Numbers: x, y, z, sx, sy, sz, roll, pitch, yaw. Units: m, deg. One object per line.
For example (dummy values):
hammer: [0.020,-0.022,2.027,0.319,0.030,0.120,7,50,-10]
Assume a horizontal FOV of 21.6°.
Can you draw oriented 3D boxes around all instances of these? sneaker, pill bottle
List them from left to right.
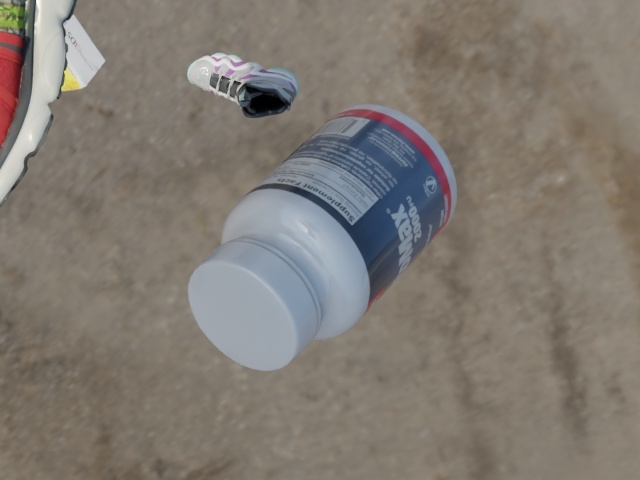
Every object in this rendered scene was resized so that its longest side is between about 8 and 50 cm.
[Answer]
sneaker: [-0.206,-0.130,0.923,0.118,0.107,0.279,19,81,-37]
sneaker: [-0.069,-0.129,1.435,0.098,0.038,0.069,7,28,3]
pill bottle: [0.000,0.000,1.069,0.108,0.108,0.180,49,49,-5]

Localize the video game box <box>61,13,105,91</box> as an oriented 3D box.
video game box: [-0.319,-0.211,1.518,0.048,0.205,0.187,-55,128,-35]
